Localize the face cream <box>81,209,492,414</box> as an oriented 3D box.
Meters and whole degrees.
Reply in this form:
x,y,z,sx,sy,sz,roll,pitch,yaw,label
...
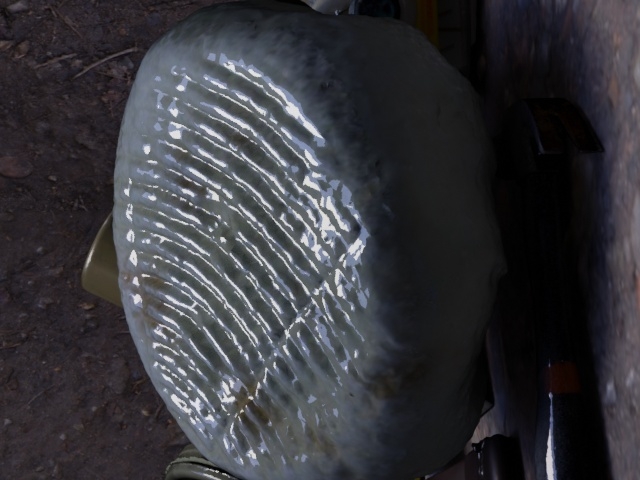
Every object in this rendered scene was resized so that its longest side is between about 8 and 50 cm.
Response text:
x,y,z,sx,sy,sz,roll,pitch,yaw,label
-0.028,0.076,1.045,0.137,0.341,0.084,109,-174,-69,face cream

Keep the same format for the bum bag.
x,y,z,sx,sy,sz,roll,pitch,yaw,label
0.105,0.218,0.955,0.159,0.026,0.109,134,136,-53,bum bag

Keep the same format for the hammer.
x,y,z,sx,sy,sz,roll,pitch,yaw,label
0.141,0.052,0.759,0.137,0.037,0.290,109,158,-74,hammer

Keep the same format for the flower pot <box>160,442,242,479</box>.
x,y,z,sx,sy,sz,roll,pitch,yaw,label
-0.008,0.221,1.097,0.140,0.235,0.235,-49,-16,-29,flower pot

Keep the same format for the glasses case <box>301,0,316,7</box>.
x,y,z,sx,sy,sz,roll,pitch,yaw,label
0.009,-0.130,1.463,0.156,0.098,0.426,-178,86,-76,glasses case

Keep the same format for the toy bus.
x,y,z,sx,sy,sz,roll,pitch,yaw,label
0.066,-0.234,0.989,0.092,0.106,0.268,167,102,-83,toy bus

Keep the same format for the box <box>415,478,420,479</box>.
x,y,z,sx,sy,sz,roll,pitch,yaw,label
0.063,0.267,1.389,0.279,0.041,0.153,-116,24,-73,box

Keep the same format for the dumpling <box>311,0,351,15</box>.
x,y,z,sx,sy,sz,roll,pitch,yaw,label
0.060,-0.177,1.087,0.151,0.124,0.229,-35,55,37,dumpling

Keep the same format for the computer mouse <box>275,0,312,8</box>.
x,y,z,sx,sy,sz,roll,pitch,yaw,label
-0.064,-0.069,1.060,0.086,0.137,0.270,-35,-39,-59,computer mouse

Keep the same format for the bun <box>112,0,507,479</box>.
x,y,z,sx,sy,sz,roll,pitch,yaw,label
-0.002,0.005,0.873,0.354,0.194,0.355,16,112,48,bun
